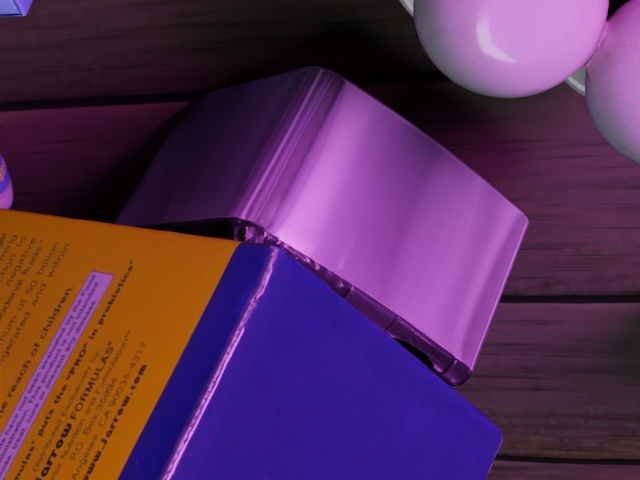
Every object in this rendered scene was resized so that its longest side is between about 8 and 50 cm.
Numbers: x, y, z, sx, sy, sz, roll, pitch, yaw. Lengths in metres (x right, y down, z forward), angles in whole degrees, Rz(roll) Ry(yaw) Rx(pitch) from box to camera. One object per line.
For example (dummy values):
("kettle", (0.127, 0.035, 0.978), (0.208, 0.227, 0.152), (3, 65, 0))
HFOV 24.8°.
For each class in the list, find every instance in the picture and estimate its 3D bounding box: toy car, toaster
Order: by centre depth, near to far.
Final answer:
("toy car", (0.118, -0.121, 0.605), (0.182, 0.159, 0.136), (22, 109, -10))
("toaster", (0.000, 0.000, 0.785), (0.168, 0.110, 0.186), (33, 161, -26))

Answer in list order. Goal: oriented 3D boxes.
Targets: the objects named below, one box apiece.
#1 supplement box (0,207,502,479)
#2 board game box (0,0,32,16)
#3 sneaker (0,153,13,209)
("supplement box", (-0.121, 0.115, 0.775), (0.357, 0.195, 0.194), (7, 155, 47))
("board game box", (-0.266, -0.177, 0.726), (0.212, 0.039, 0.160), (0, 142, 18))
("sneaker", (-0.256, -0.033, 0.906), (0.144, 0.053, 0.059), (-2, 143, 23))
